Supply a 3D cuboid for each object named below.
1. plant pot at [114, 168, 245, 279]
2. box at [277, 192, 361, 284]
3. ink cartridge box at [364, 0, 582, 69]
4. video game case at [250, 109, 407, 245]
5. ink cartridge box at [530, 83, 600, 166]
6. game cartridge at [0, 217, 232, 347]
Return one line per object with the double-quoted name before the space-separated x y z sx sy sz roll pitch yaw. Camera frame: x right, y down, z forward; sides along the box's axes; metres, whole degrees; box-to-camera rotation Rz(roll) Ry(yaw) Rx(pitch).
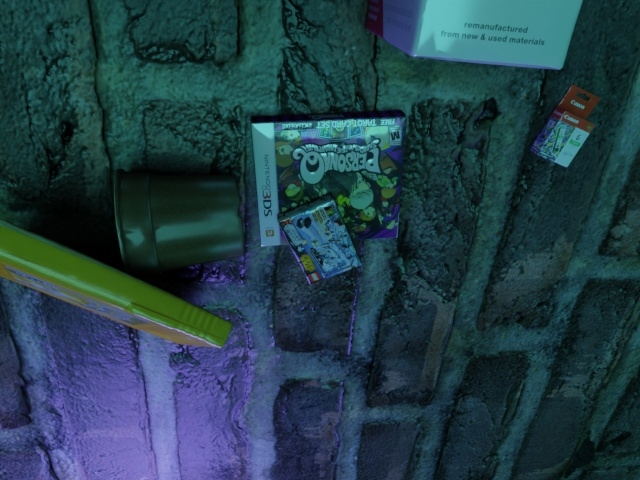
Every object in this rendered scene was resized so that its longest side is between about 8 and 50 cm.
"plant pot" -0.201 -0.030 0.736 0.165 0.167 0.166 -7 120 -13
"box" 0.000 0.000 0.799 0.094 0.027 0.137 -21 124 5
"ink cartridge box" 0.164 -0.398 0.500 0.161 0.279 0.384 2 118 -7
"video game case" 0.013 -0.095 0.784 0.232 0.041 0.210 -3 121 -6
"ink cartridge box" 0.395 -0.181 0.791 0.063 0.029 0.115 18 116 -16
"game cartridge" -0.320 0.081 0.730 0.324 0.285 0.052 30 68 -20
